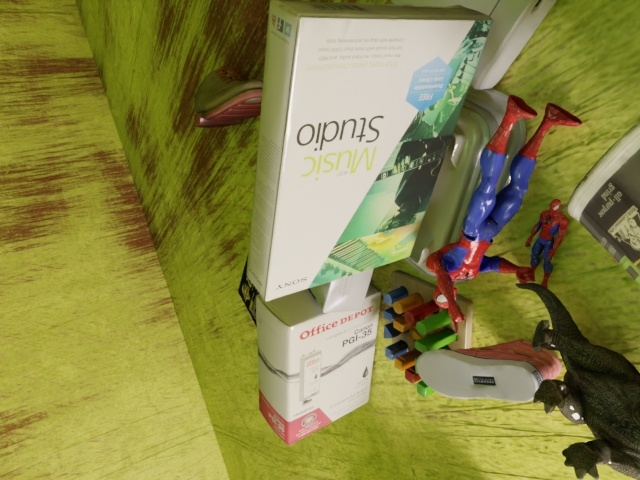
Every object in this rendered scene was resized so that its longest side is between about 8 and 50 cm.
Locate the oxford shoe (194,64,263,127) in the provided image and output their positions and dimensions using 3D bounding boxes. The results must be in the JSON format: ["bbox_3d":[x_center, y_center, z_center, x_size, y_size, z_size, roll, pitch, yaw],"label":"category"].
[{"bbox_3d":[-0.218,-0.337,1.084,0.348,0.123,0.130,8,105,55],"label":"oxford shoe"}]

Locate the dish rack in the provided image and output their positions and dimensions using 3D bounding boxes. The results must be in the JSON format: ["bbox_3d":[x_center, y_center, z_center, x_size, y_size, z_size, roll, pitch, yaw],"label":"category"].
[{"bbox_3d":[0.112,-0.114,0.706,0.333,0.072,0.285,45,139,41],"label":"dish rack"}]

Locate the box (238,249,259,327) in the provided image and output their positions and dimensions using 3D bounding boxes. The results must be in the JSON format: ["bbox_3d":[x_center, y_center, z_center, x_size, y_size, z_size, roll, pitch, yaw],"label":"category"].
[{"bbox_3d":[-0.090,0.125,1.131,0.257,0.079,0.322,57,145,28],"label":"box"}]

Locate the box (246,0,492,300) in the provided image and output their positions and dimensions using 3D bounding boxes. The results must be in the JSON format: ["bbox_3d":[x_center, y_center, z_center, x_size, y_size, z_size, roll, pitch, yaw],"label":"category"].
[{"bbox_3d":[0.042,-0.089,0.533,0.058,0.232,0.321,50,142,37],"label":"box"}]

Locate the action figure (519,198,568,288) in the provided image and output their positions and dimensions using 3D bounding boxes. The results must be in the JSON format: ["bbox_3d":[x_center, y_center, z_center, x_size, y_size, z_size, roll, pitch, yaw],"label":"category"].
[{"bbox_3d":[0.263,0.005,0.559,0.038,0.030,0.115,40,133,50],"label":"action figure"}]

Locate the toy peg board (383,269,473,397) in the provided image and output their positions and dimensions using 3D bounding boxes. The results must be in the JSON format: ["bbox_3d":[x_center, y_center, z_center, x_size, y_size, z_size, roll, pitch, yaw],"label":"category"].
[{"bbox_3d":[0.149,0.152,0.757,0.161,0.079,0.161,23,122,52],"label":"toy peg board"}]

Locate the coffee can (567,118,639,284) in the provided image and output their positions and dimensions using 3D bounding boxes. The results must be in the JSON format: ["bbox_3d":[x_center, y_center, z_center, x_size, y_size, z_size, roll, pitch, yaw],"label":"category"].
[{"bbox_3d":[0.331,0.019,0.287,0.275,0.202,0.201,58,146,25],"label":"coffee can"}]

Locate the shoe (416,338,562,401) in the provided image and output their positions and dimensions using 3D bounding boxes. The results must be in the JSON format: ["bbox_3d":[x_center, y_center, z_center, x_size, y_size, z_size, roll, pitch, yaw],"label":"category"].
[{"bbox_3d":[0.220,0.169,0.633,0.178,0.081,0.063,-10,91,50],"label":"shoe"}]

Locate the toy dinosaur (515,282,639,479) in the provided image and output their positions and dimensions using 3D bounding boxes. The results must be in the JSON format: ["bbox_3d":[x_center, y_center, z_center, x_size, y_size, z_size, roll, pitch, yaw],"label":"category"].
[{"bbox_3d":[0.295,0.163,0.478,0.121,0.160,0.313,-58,31,11],"label":"toy dinosaur"}]

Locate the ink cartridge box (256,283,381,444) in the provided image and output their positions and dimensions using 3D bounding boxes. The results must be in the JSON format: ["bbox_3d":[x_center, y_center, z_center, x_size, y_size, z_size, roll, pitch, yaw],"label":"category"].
[{"bbox_3d":[-0.007,0.214,0.910,0.117,0.207,0.282,35,132,45],"label":"ink cartridge box"}]

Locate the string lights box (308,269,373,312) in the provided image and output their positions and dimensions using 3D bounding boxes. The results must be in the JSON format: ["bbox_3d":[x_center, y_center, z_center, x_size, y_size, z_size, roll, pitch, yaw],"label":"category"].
[{"bbox_3d":[0.000,0.000,0.859,0.259,0.077,0.133,-128,46,-53],"label":"string lights box"}]

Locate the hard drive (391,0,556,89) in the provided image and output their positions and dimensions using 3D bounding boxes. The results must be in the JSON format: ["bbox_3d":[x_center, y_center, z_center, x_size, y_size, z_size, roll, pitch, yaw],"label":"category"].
[{"bbox_3d":[0.145,-0.383,0.549,0.353,0.047,0.233,59,146,24],"label":"hard drive"}]

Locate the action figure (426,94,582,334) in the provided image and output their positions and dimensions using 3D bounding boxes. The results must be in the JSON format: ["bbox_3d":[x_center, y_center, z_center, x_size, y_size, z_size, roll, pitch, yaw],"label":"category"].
[{"bbox_3d":[0.203,-0.002,0.543,0.139,0.092,0.280,-106,27,-48],"label":"action figure"}]
